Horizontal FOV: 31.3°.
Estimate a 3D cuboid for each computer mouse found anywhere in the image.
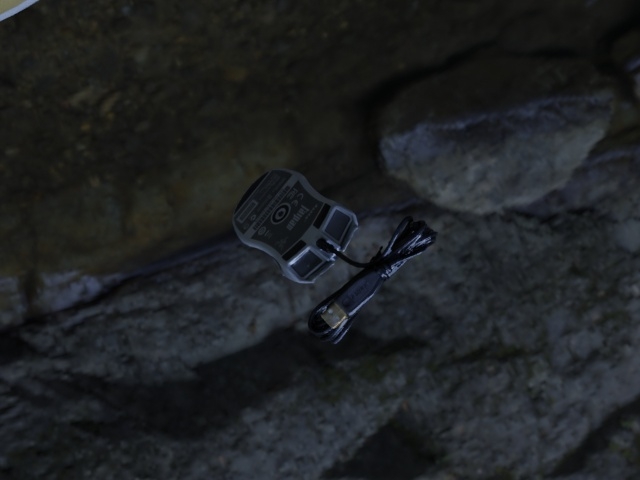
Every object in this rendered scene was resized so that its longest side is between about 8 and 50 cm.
[{"bbox_3d":[0.000,0.000,0.826,0.106,0.193,0.042,-51,126,-1],"label":"computer mouse"}]

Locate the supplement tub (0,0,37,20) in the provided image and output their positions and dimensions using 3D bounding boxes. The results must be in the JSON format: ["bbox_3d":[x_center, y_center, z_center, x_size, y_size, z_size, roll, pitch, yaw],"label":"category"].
[{"bbox_3d":[-0.163,-0.170,0.305,0.241,0.241,0.331,-28,-171,5],"label":"supplement tub"}]
